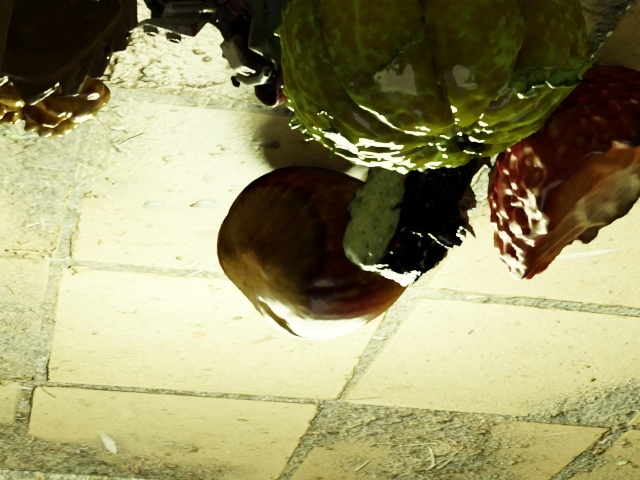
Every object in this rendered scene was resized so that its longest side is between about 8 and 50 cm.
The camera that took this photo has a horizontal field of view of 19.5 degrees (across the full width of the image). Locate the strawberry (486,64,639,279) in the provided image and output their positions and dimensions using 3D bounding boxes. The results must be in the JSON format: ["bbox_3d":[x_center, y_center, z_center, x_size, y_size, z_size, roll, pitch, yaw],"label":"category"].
[{"bbox_3d":[0.262,-0.096,1.970,0.265,0.149,0.336,-40,167,8],"label":"strawberry"}]

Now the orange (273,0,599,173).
[{"bbox_3d":[0.108,-0.189,1.771,0.300,0.223,0.301,-7,164,1],"label":"orange"}]

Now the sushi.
[{"bbox_3d":[0.116,-0.055,2.073,0.115,0.212,0.147,20,177,-25],"label":"sushi"}]

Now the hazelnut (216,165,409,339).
[{"bbox_3d":[0.000,0.000,2.220,0.218,0.234,0.218,-35,148,-26],"label":"hazelnut"}]

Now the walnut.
[{"bbox_3d":[-0.317,-0.161,2.022,0.170,0.069,0.143,19,151,-31],"label":"walnut"}]

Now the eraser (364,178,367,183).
[{"bbox_3d":[0.117,-0.075,2.265,0.104,0.023,0.150,8,155,-17],"label":"eraser"}]

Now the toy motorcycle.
[{"bbox_3d":[-0.089,-0.206,1.856,0.213,0.122,0.082,15,166,-27],"label":"toy motorcycle"}]

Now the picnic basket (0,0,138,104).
[{"bbox_3d":[-0.314,-0.209,1.608,0.291,0.321,0.254,18,154,-25],"label":"picnic basket"}]
